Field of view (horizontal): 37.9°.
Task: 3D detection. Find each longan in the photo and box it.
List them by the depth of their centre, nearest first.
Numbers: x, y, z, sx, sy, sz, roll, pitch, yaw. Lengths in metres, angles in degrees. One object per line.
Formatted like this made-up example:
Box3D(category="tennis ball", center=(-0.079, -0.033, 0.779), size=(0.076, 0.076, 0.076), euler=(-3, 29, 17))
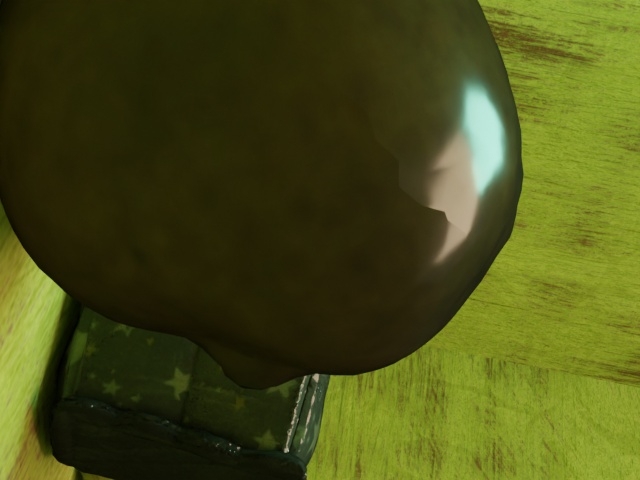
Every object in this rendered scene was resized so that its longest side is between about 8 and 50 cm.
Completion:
Box3D(category="longan", center=(-0.029, -0.062, 0.517), size=(0.297, 0.297, 0.297), euler=(11, 90, -89))

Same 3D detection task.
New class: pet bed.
Box3D(category="pet bed", center=(-0.105, 0.142, 0.758), size=(0.183, 0.211, 0.159), euler=(99, 5, -74))

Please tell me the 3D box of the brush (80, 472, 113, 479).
Box3D(category="brush", center=(-0.201, 0.229, 0.839), size=(0.313, 0.072, 0.067), euler=(-75, 151, -58))
